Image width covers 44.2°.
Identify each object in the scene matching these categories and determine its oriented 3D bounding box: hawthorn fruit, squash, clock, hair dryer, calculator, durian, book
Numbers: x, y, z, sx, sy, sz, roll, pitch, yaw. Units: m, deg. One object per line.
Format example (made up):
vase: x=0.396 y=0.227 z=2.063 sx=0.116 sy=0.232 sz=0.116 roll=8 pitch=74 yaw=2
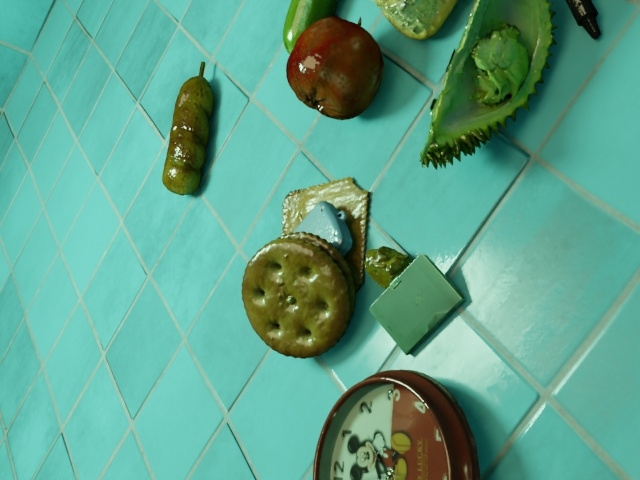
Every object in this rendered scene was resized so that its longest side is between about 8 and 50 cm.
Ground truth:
hawthorn fruit: x=0.036 y=-0.327 z=1.442 sx=0.179 sy=0.179 sz=0.200 roll=12 pitch=64 yaw=50
squash: x=0.009 y=-0.550 z=1.602 sx=0.101 sy=0.101 sz=0.378 roll=26 pitch=100 yaw=50
clock: x=0.108 y=0.349 z=1.160 sx=0.318 sy=0.080 sz=0.318 roll=-20 pitch=63 yaw=48
hair dryer: x=0.365 y=-0.404 z=1.169 sx=0.070 sy=0.114 sz=0.248 roll=-33 pitch=74 yaw=31
calculator: x=-0.018 y=0.022 z=1.436 sx=0.210 sy=0.039 sz=0.121 roll=-49 pitch=48 yaw=25
durian: x=0.235 y=-0.264 z=1.182 sx=0.157 sy=0.169 sz=0.355 roll=26 pitch=95 yaw=48
book: x=0.147 y=0.098 z=1.232 sx=0.103 sy=0.017 sz=0.135 roll=50 pitch=116 yaw=21

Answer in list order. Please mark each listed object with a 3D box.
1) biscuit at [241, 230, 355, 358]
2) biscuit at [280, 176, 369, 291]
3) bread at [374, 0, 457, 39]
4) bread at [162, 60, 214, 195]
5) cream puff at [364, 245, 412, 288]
biscuit: x=-0.039 y=0.096 z=1.376 sx=0.220 sy=0.066 sz=0.220 roll=5 pitch=102 yaw=27
biscuit: x=0.000 y=0.000 z=1.466 sx=0.237 sy=0.013 sz=0.232 roll=-11 pitch=68 yaw=45
bread: x=0.186 y=-0.475 z=1.356 sx=0.245 sy=0.121 sz=0.174 roll=-61 pitch=33 yaw=19
bread: x=-0.313 y=-0.271 z=1.868 sx=0.124 sy=0.084 sz=0.344 roll=-10 pitch=68 yaw=46
cream puff: x=0.114 y=0.044 z=1.291 sx=0.058 sy=0.083 sz=0.083 roll=-41 pitch=13 yaw=-31
